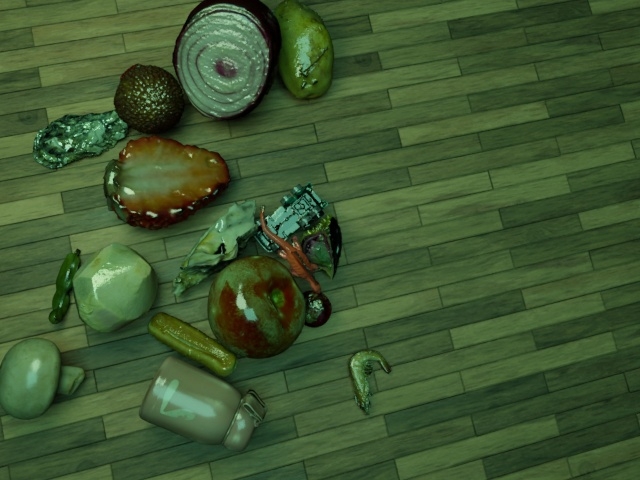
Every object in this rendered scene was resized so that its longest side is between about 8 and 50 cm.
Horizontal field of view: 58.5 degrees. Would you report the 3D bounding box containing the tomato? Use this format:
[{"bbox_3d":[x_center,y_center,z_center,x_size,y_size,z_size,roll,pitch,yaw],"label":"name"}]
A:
[{"bbox_3d":[-0.177,0.180,1.498,0.270,0.222,0.271,28,49,-38],"label":"tomato"}]

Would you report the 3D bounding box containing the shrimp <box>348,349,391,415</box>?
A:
[{"bbox_3d":[0.146,0.397,1.616,0.124,0.034,0.179,-11,79,-15],"label":"shrimp"}]

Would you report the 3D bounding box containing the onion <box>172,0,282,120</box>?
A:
[{"bbox_3d":[-0.253,-0.518,1.584,0.281,0.260,0.337,13,119,-7],"label":"onion"}]

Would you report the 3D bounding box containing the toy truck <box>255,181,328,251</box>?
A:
[{"bbox_3d":[-0.086,-0.059,1.614,0.216,0.116,0.110,-41,87,-3],"label":"toy truck"}]

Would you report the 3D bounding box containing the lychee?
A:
[{"bbox_3d":[-0.453,-0.379,1.539,0.194,0.194,0.195,1,82,-7],"label":"lychee"}]

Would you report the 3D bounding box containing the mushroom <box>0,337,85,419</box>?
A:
[{"bbox_3d":[-0.707,0.349,1.454,0.204,0.204,0.205,1,82,-7],"label":"mushroom"}]

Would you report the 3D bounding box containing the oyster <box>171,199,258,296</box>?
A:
[{"bbox_3d":[-0.272,0.022,1.548,0.100,0.271,0.275,45,47,-19],"label":"oyster"}]

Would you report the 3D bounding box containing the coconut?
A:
[{"bbox_3d":[-0.525,0.123,1.466,0.237,0.237,0.197,-41,111,-11],"label":"coconut"}]

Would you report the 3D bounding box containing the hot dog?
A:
[{"bbox_3d":[-0.339,0.277,1.513,0.285,0.061,0.088,27,53,25],"label":"hot dog"}]

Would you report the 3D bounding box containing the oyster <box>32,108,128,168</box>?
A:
[{"bbox_3d":[-0.672,-0.288,1.600,0.251,0.087,0.200,11,77,6],"label":"oyster"}]

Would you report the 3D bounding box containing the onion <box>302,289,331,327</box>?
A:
[{"bbox_3d":[-0.018,0.190,1.598,0.107,0.097,0.107,6,103,27],"label":"onion"}]

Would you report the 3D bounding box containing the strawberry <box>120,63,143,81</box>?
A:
[{"bbox_3d":[-0.521,-0.450,1.625,0.106,0.106,0.106,1,82,-7],"label":"strawberry"}]

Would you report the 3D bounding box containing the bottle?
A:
[{"bbox_3d":[-0.295,0.424,1.471,0.296,0.207,0.173,26,35,-3],"label":"bottle"}]

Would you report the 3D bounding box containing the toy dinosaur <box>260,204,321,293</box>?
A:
[{"bbox_3d":[-0.069,0.039,1.492,0.070,0.139,0.286,-35,113,-2],"label":"toy dinosaur"}]

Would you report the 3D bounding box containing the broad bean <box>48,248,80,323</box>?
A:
[{"bbox_3d":[-0.688,0.121,1.537,0.048,0.070,0.214,15,70,-22],"label":"broad bean"}]

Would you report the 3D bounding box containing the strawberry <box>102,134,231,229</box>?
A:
[{"bbox_3d":[-0.419,-0.146,1.575,0.335,0.149,0.265,-10,65,-19],"label":"strawberry"}]

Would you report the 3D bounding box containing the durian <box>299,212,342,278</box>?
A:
[{"bbox_3d":[-0.004,0.000,1.616,0.108,0.187,0.119,3,37,17],"label":"durian"}]

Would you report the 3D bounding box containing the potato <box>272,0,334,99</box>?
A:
[{"bbox_3d":[-0.052,-0.569,1.677,0.172,0.140,0.301,-13,85,-2],"label":"potato"}]
